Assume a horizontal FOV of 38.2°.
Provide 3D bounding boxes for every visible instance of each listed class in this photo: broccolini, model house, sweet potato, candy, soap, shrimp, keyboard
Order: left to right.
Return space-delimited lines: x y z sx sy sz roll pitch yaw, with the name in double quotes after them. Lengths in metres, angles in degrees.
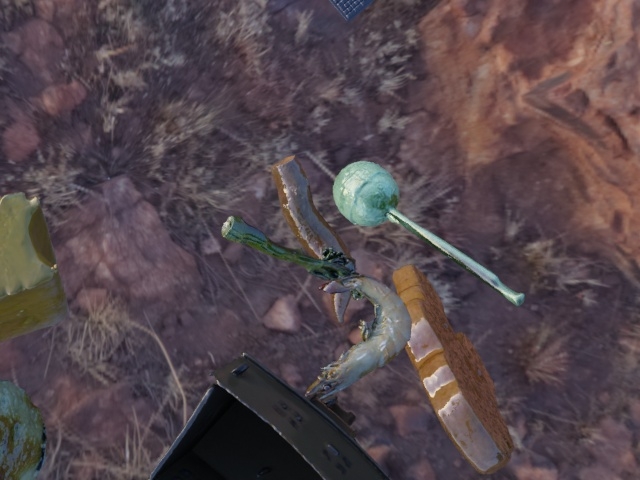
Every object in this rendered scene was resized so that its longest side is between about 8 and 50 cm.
-0.545 0.068 1.410 0.293 0.335 0.156 -18 79 -17 "soap"
-0.036 0.232 0.919 0.211 0.243 0.204 41 108 8 "model house"
-0.021 0.013 1.142 0.254 0.071 0.058 31 69 -49 "broccolini"
0.000 0.000 1.480 0.067 0.059 0.281 -33 102 -22 "sweet potato"
0.008 -0.377 1.279 0.053 0.010 0.155 -41 97 0 "keyboard"
0.019 0.074 0.743 0.114 0.023 0.083 -36 89 -21 "shrimp"
0.188 -0.007 1.656 0.119 0.440 0.119 -31 142 -29 "candy"

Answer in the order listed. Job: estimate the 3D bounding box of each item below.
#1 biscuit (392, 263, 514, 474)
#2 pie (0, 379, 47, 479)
0.144 0.147 1.030 0.047 0.334 0.202 -33 103 10 "biscuit"
-0.556 0.349 1.487 0.257 0.105 0.274 -55 143 -28 "pie"
